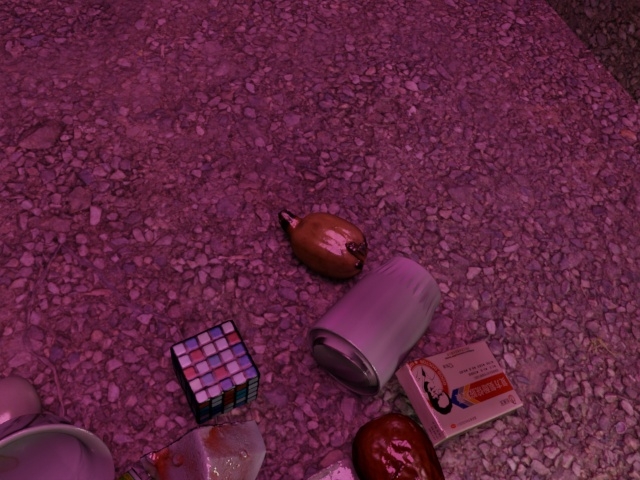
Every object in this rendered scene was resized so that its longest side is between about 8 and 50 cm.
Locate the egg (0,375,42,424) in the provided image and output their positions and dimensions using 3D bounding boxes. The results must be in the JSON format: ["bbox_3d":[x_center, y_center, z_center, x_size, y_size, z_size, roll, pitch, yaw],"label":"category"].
[{"bbox_3d":[-0.772,0.435,1.662,0.151,0.151,0.209,-1,50,-10],"label":"egg"}]

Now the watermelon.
[{"bbox_3d":[-0.292,0.552,1.605,0.319,0.214,0.290,-7,36,-1],"label":"watermelon"}]

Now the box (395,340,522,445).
[{"bbox_3d":[0.386,0.409,1.842,0.353,0.069,0.214,-6,58,-40],"label":"box"}]

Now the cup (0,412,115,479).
[{"bbox_3d":[-0.670,0.539,1.545,0.347,0.347,0.163,-28,33,-23],"label":"cup"}]

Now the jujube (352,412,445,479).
[{"bbox_3d":[0.206,0.596,1.690,0.223,0.223,0.318,-17,71,-19],"label":"jujube"}]

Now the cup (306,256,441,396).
[{"bbox_3d":[0.159,0.235,1.881,0.253,0.253,0.371,39,58,14],"label":"cup"}]

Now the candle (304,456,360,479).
[{"bbox_3d":[0.044,0.645,1.723,0.192,0.068,0.169,22,57,-1],"label":"candle"}]

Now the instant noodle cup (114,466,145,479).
[{"bbox_3d":[-0.471,0.648,1.511,0.207,0.207,0.232,43,66,16],"label":"instant noodle cup"}]

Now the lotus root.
[{"bbox_3d":[0.000,0.000,2.039,0.309,0.183,0.183,26,59,9],"label":"lotus root"}]

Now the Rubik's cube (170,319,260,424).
[{"bbox_3d":[-0.280,0.348,1.775,0.182,0.187,0.184,-21,64,-20],"label":"Rubik's cube"}]
